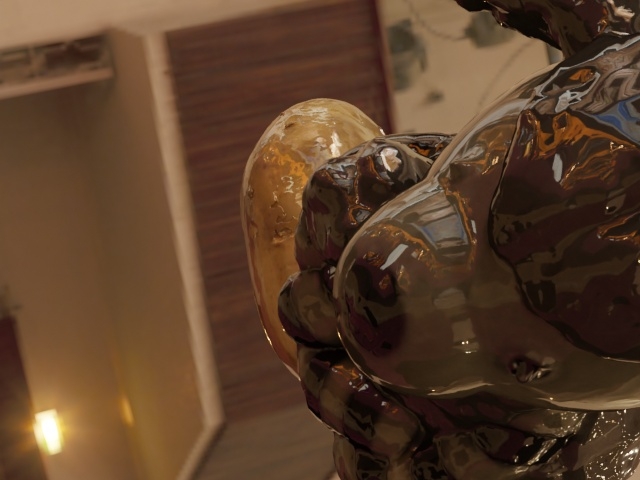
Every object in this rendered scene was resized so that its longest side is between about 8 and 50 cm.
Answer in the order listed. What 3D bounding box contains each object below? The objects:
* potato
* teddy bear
[{"bbox_3d":[0.002,0.003,1.024,0.161,0.128,0.234,44,35,-59],"label":"potato"},{"bbox_3d":[0.056,-0.006,0.435,0.251,0.144,0.171,109,-40,-60],"label":"teddy bear"}]
